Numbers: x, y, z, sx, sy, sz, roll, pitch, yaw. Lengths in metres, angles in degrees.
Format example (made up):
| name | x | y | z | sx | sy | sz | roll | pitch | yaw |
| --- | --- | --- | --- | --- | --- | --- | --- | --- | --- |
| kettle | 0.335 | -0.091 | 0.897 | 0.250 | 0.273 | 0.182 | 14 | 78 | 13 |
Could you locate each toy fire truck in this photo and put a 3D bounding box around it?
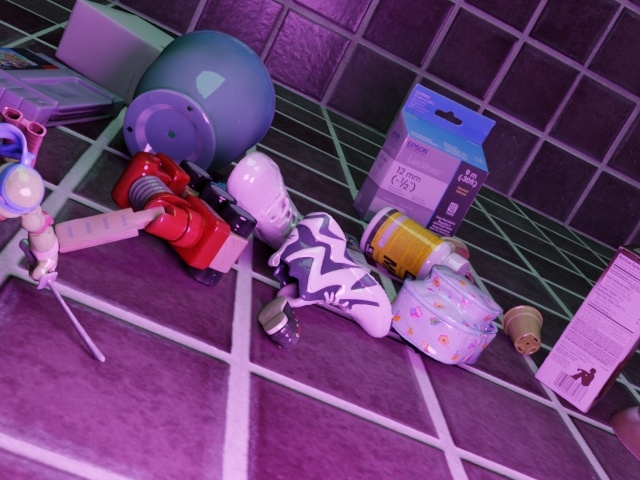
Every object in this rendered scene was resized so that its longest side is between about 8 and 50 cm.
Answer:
| name | x | y | z | sx | sy | sz | roll | pitch | yaw |
| --- | --- | --- | --- | --- | --- | --- | --- | --- | --- |
| toy fire truck | -0.254 | -0.041 | 1.175 | 0.246 | 0.158 | 0.217 | 26 | 13 | -48 |

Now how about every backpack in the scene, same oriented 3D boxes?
| name | x | y | z | sx | sy | sz | roll | pitch | yaw |
| --- | --- | --- | --- | --- | --- | --- | --- | --- | --- |
| backpack | 0.205 | 0.126 | 1.370 | 0.166 | 0.144 | 0.188 | 41 | 22 | 26 |

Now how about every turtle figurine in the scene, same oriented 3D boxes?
| name | x | y | z | sx | sy | sz | roll | pitch | yaw |
| --- | --- | --- | --- | --- | --- | --- | --- | --- | --- |
| turtle figurine | -0.389 | -0.002 | 0.870 | 0.198 | 0.275 | 0.266 | -17 | 22 | -37 |

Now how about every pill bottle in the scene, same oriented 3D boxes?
| name | x | y | z | sx | sy | sz | roll | pitch | yaw |
| --- | --- | --- | --- | --- | --- | --- | --- | --- | --- |
| pill bottle | 0.196 | 0.029 | 1.691 | 0.208 | 0.119 | 0.119 | 35 | 17 | 22 |

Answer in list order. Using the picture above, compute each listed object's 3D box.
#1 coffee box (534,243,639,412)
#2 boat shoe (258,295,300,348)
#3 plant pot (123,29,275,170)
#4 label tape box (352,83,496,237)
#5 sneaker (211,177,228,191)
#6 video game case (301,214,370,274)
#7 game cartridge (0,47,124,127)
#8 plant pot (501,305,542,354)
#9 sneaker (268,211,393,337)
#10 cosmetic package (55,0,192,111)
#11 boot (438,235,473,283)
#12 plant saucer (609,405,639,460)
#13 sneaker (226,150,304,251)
| name | x | y | z | sx | sy | sz | roll | pitch | yaw |
| --- | --- | --- | --- | --- | --- | --- | --- | --- | --- |
| coffee box | 0.552 | 0.161 | 1.542 | 0.119 | 0.297 | 0.168 | 36 | 18 | 25 |
| boat shoe | -0.058 | 0.116 | 1.156 | 0.042 | 0.049 | 0.133 | 53 | 3 | -16 |
| plant pot | -0.253 | -0.244 | 1.589 | 0.271 | 0.272 | 0.255 | 28 | 32 | -1 |
| label tape box | 0.273 | -0.176 | 2.026 | 0.249 | 0.348 | 0.115 | 21 | 18 | -22 |
| sneaker | -0.200 | -0.087 | 1.503 | 0.152 | 0.058 | 0.084 | 24 | 22 | -27 |
| video game case | 0.000 | 0.000 | 1.636 | 0.190 | 0.022 | 0.173 | 22 | 17 | -16 |
| game cartridge | -0.561 | -0.306 | 1.599 | 0.230 | 0.068 | 0.355 | 33 | 16 | 3 |
| plant pot | 0.415 | 0.189 | 1.653 | 0.083 | 0.083 | 0.079 | 25 | 30 | -10 |
| sneaker | 0.005 | 0.088 | 1.282 | 0.094 | 0.153 | 0.235 | 0 | -55 | 57 |
| cosmetic package | -0.393 | -0.403 | 1.977 | 0.453 | 0.161 | 0.230 | 34 | 17 | 21 |
| boot | 0.294 | 0.057 | 1.842 | 0.213 | 0.077 | 0.165 | 7 | 25 | -39 |
| plant saucer | 0.680 | 0.396 | 1.486 | 0.310 | 0.050 | 0.310 | 25 | 17 | -8 |
| sneaker | -0.050 | -0.034 | 1.362 | 0.169 | 0.108 | 0.292 | 37 | -9 | 19 |
